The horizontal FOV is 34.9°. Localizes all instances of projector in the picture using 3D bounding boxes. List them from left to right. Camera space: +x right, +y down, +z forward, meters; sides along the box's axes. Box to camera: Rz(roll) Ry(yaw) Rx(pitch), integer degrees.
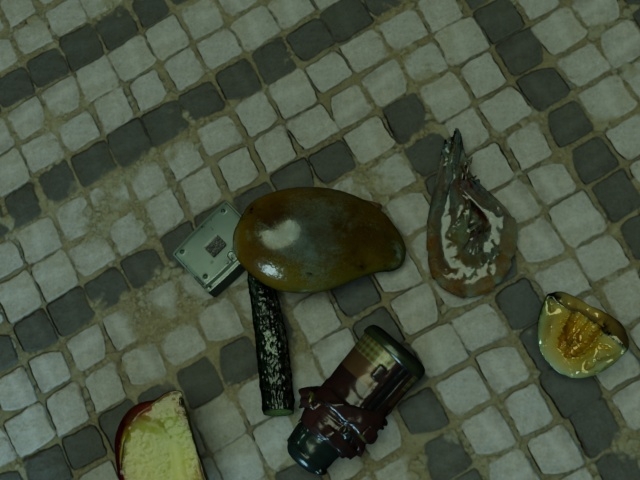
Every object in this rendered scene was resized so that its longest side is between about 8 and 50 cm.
[{"bbox_3d":[-0.189,0.016,1.920,0.147,0.061,0.115,-45,74,-2],"label":"projector"}]

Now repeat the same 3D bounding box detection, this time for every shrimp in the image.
[{"bbox_3d":[0.275,-0.052,1.851,0.164,0.062,0.317,0,80,6],"label":"shrimp"}]

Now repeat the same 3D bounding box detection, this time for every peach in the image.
[{"bbox_3d":[-0.270,0.412,1.784,0.158,0.154,0.267,-20,82,-4],"label":"peach"}]

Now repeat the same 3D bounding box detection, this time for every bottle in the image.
[{"bbox_3d":[0.047,0.280,1.764,0.156,0.143,0.271,40,87,18],"label":"bottle"}]

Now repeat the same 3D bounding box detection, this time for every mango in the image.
[{"bbox_3d":[0.000,0.000,1.835,0.316,0.146,0.193,2,89,-7],"label":"mango"}]

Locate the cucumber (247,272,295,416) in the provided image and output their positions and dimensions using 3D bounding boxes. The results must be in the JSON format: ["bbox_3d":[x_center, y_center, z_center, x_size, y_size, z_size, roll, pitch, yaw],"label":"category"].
[{"bbox_3d":[-0.092,0.173,1.859,0.067,0.067,0.294,-11,72,8],"label":"cucumber"}]

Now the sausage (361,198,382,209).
[{"bbox_3d":[0.059,-0.072,1.914,0.116,0.026,0.026,14,79,14],"label":"sausage"}]

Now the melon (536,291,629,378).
[{"bbox_3d":[0.442,0.167,1.757,0.160,0.079,0.128,36,104,16],"label":"melon"}]
